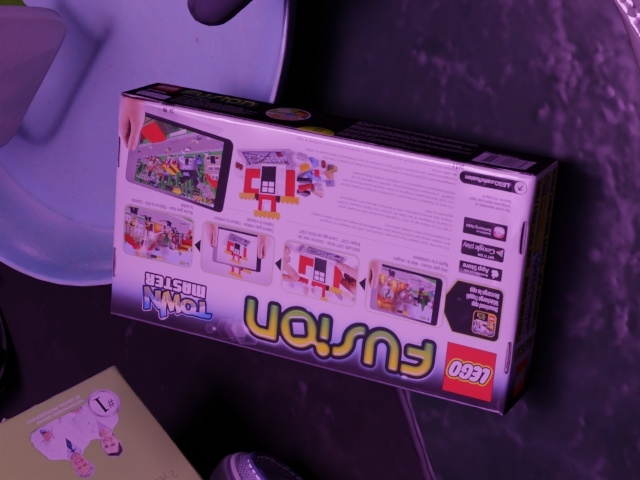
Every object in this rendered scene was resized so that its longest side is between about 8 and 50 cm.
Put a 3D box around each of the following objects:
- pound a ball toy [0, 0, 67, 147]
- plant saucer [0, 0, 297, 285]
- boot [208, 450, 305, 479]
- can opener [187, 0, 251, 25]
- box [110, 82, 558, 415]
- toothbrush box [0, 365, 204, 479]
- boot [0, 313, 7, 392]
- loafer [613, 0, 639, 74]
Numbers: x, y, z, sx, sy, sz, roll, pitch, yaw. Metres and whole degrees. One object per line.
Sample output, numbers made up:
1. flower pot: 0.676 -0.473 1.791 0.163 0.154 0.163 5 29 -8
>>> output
1. pound a ball toy: -0.269 -0.067 0.738 0.208 0.319 0.135 50 123 21
2. plant saucer: -0.128 -0.135 0.848 0.318 0.044 0.317 7 102 37
3. boot: 0.034 0.145 0.756 0.190 0.069 0.086 41 105 24
4. can opener: 0.009 -0.161 0.691 0.186 0.059 0.073 -40 100 16
5. box: 0.000 0.000 0.735 0.207 0.036 0.114 13 110 22
6. toothbrush box: -0.082 0.239 0.776 0.283 0.122 0.206 48 144 21
7. boot: -0.231 0.127 0.951 0.137 0.077 0.198 -22 84 33
8. loafer: 0.167 -0.032 0.587 0.111 0.112 0.319 -43 70 25
